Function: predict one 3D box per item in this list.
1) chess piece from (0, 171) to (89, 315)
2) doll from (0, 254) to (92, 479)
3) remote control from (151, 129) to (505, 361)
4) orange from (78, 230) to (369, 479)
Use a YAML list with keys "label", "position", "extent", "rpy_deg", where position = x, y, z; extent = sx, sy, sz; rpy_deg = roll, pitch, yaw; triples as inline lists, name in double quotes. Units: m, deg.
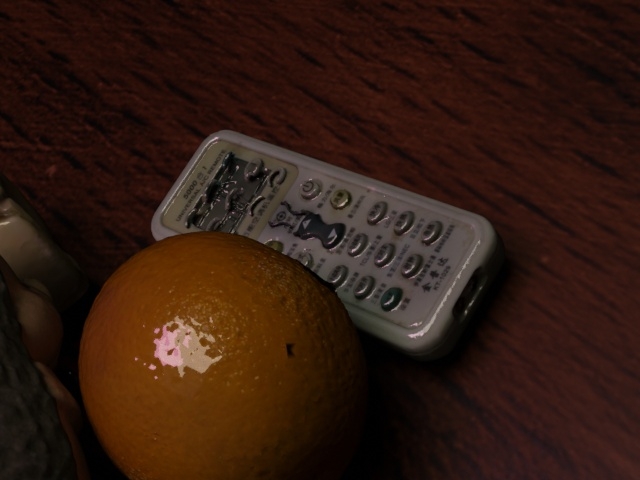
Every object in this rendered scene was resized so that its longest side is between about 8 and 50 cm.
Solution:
- label: "chess piece"
  position: [-0.428, 0.119, 1.307]
  extent: [0.442, 0.234, 0.234]
  rpy_deg: [-42, 48, -4]
- label: "doll"
  position: [-0.291, 0.140, 1.110]
  extent: [0.247, 0.247, 0.349]
  rpy_deg: [-27, 71, 13]
- label: "remote control"
  position: [0.000, 0.000, 1.233]
  extent: [0.335, 0.065, 0.128]
  rpy_deg: [22, 75, 39]
- label: "orange"
  position: [-0.073, 0.106, 1.104]
  extent: [0.236, 0.236, 0.236]
  rpy_deg: [-15, 54, 22]
